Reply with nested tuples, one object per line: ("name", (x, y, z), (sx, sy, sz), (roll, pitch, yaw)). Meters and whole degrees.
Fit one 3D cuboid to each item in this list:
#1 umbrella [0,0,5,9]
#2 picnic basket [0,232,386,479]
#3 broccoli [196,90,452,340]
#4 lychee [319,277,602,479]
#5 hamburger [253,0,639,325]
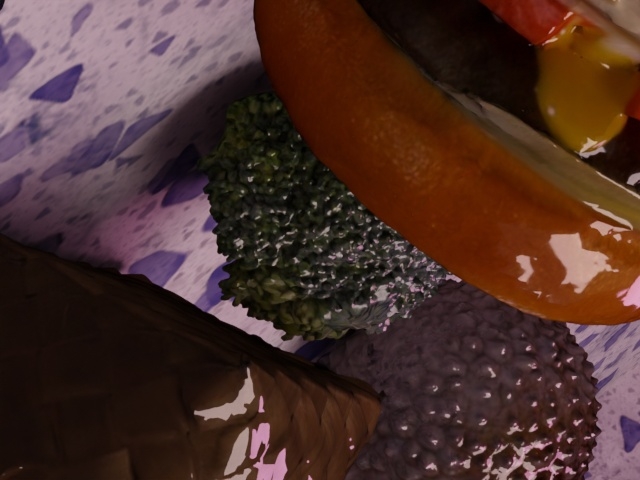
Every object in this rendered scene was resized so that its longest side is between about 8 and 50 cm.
("umbrella", (-0.211, -0.132, 0.772), (0.071, 0.080, 0.224), (-10, 169, 21))
("picnic basket", (-0.150, 0.183, 1.239), (0.337, 0.293, 0.337), (-48, 152, -36))
("broccoli", (0.015, -0.034, 1.313), (0.226, 0.176, 0.198), (-83, 169, -66))
("lychee", (0.125, 0.181, 1.876), (0.300, 0.300, 0.300), (-37, 162, -14))
("hamburger", (0.141, -0.135, 1.079), (0.250, 0.330, 0.330), (-50, 161, 28))
